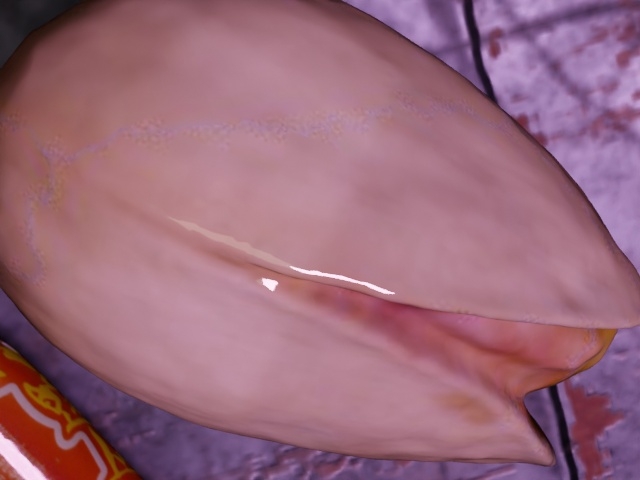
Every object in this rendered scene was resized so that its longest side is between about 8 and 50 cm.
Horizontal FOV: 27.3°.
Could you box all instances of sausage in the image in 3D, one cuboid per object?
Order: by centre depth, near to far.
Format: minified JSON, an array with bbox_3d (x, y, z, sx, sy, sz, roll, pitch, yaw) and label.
[{"bbox_3d":[-0.121,0.133,0.641,0.083,0.083,0.264,-38,108,6],"label":"sausage"}]

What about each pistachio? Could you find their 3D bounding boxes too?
[{"bbox_3d":[0.000,0.000,0.555,0.299,0.187,0.187,24,104,-18],"label":"pistachio"}]
